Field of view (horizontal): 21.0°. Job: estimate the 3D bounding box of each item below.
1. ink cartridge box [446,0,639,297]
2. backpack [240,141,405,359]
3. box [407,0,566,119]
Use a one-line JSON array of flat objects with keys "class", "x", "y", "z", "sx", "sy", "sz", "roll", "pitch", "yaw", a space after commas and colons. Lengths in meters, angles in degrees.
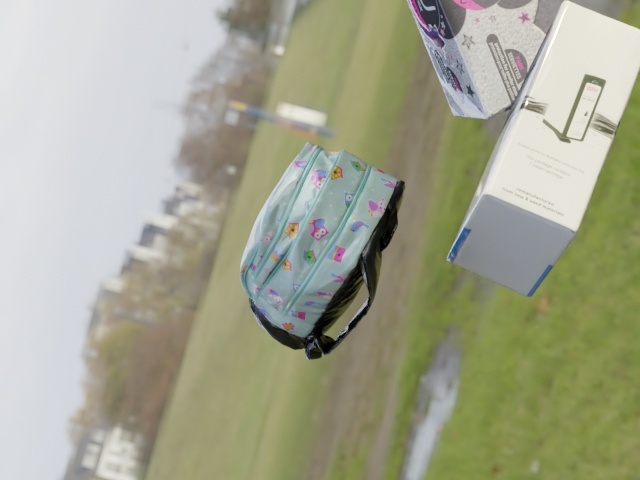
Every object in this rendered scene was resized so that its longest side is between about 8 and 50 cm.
[{"class": "ink cartridge box", "x": 0.193, "y": -0.076, "z": 1.457, "sx": 0.148, "sy": 0.086, "sz": 0.203, "roll": 109, "pitch": -175, "yaw": -65}, {"class": "backpack", "x": 0.000, "y": 0.000, "z": 1.460, "sx": 0.182, "sy": 0.115, "sz": 0.152, "roll": 119, "pitch": 171, "yaw": -63}, {"class": "box", "x": 0.211, "y": -0.295, "z": 2.195, "sx": 0.247, "sy": 0.163, "sz": 0.142, "roll": 67, "pitch": 169, "yaw": -10}]
